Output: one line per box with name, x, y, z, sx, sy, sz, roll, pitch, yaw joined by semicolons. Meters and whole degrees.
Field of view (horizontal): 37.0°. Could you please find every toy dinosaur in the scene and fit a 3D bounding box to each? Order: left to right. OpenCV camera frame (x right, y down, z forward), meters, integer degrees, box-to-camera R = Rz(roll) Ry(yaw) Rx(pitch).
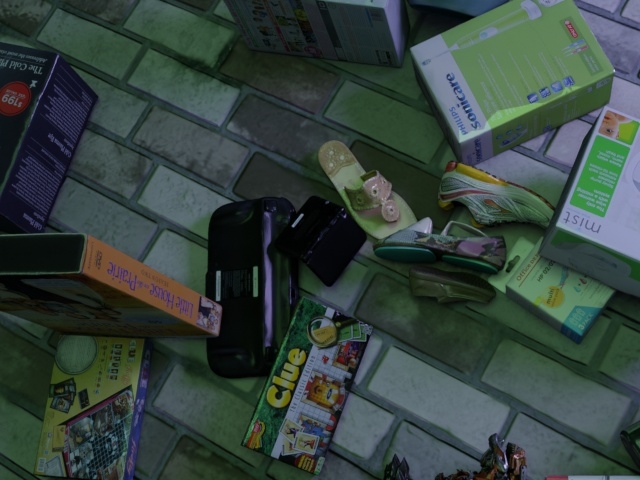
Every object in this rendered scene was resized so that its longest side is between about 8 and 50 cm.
toy dinosaur;0.181;0.426;1.420;0.218;0.164;0.322;33;58;4

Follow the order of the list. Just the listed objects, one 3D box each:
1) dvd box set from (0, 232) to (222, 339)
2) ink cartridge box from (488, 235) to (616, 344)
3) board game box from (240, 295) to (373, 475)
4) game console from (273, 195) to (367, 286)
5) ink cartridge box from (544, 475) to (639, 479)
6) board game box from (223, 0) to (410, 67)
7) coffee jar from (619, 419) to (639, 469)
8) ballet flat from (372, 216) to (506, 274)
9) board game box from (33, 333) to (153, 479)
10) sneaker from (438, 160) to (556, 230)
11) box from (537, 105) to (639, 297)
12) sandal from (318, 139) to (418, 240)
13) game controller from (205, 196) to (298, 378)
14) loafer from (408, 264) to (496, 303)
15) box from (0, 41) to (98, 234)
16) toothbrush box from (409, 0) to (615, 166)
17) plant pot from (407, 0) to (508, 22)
dvd box set;-0.379;0.080;1.481;0.307;0.420;0.062;-1;73;20
ink cartridge box;0.370;0.070;1.540;0.181;0.061;0.104;35;81;20
board game box;-0.020;0.235;1.555;0.136;0.030;0.260;22;76;-6
game console;0.000;0.000;1.637;0.107;0.071;0.122;24;63;30
ink cartridge box;0.412;0.404;1.416;0.150;0.063;0.109;-3;71;11
board game box;-0.006;-0.412;1.698;0.303;0.224;0.097;10;75;14
coffee jar;0.548;0.279;1.421;0.184;0.079;0.096;-32;77;0
ballet flat;0.200;0.004;1.590;0.221;0.077;0.079;7;71;16
board game box;-0.386;0.286;1.634;0.165;0.042;0.243;2;72;13
sneaker;0.301;-0.052;1.595;0.225;0.088;0.093;24;90;23
box;0.503;-0.040;1.468;0.262;0.127;0.231;25;69;9
sandal;0.072;-0.091;1.648;0.088;0.079;0.240;-40;68;-3
game controller;-0.120;0.077;1.650;0.166;0.067;0.319;-10;68;24
loafer;0.215;0.079;1.577;0.148;0.056;0.050;15;112;9
box;-0.648;-0.203;1.784;0.343;0.179;0.312;13;76;16
toothbrush box;0.326;-0.283;1.639;0.283;0.122;0.206;-25;68;2
plant pot;0.243;-0.491;1.667;0.290;0.290;0.195;16;98;16
